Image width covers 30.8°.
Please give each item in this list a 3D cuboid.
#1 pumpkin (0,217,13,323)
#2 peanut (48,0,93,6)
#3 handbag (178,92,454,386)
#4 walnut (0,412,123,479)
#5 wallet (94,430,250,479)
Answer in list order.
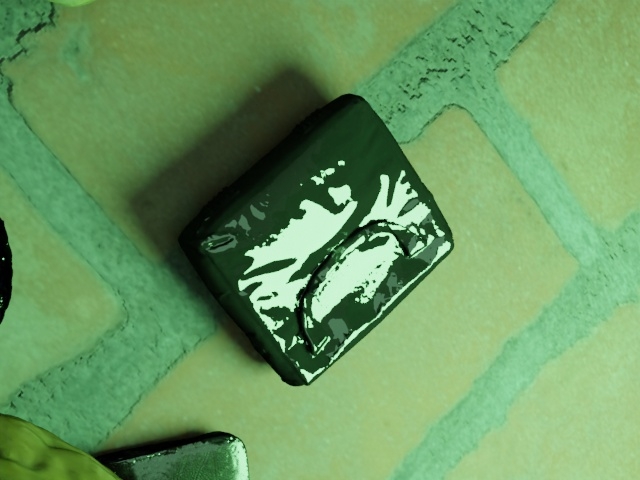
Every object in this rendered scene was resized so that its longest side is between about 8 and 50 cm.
[{"bbox_3d":[-0.403,0.027,1.084,0.233,0.163,0.233,-3,96,-23],"label":"pumpkin"},{"bbox_3d":[-0.239,-0.382,1.140,0.152,0.152,0.313,14,83,-24],"label":"peanut"},{"bbox_3d":[0.000,0.000,1.305,0.275,0.088,0.244,-44,111,-19],"label":"handbag"},{"bbox_3d":[-0.308,0.342,1.056,0.383,0.383,0.383,-2,94,-24],"label":"walnut"},{"bbox_3d":[-0.145,0.375,1.286,0.172,0.045,0.318,-9,98,-22],"label":"wallet"}]
